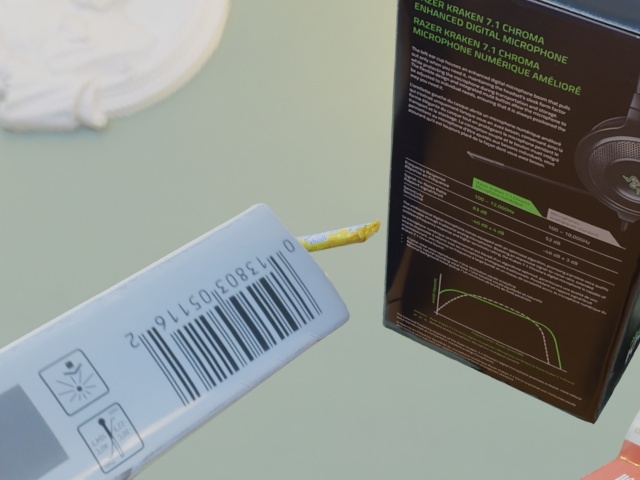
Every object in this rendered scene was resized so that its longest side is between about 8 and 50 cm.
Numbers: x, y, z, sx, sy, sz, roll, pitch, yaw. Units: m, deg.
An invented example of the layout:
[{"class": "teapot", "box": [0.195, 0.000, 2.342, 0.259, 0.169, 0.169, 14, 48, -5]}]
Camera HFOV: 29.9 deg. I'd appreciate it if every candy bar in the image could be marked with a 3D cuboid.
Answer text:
[{"class": "candy bar", "box": [0.000, 0.000, 1.304, 0.161, 0.040, 0.018, -12, -77, 43]}]

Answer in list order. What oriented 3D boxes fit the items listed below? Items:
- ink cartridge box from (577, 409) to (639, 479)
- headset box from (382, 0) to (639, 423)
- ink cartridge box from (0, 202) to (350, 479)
[{"class": "ink cartridge box", "box": [0.349, 0.192, 1.169, 0.232, 0.066, 0.189, -22, 3, -7]}, {"class": "headset box", "box": [0.145, -0.096, 0.592, 0.131, 0.246, 0.283, 24, -35, 19]}, {"class": "ink cartridge box", "box": [-0.196, 0.150, 0.693, 0.091, 0.308, 0.385, 53, -42, 4]}]
